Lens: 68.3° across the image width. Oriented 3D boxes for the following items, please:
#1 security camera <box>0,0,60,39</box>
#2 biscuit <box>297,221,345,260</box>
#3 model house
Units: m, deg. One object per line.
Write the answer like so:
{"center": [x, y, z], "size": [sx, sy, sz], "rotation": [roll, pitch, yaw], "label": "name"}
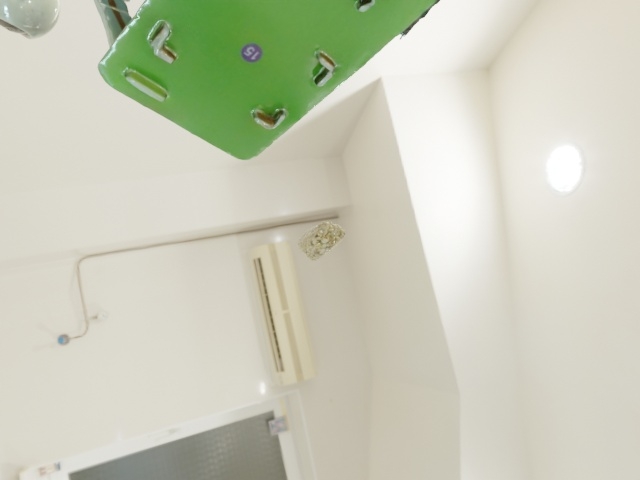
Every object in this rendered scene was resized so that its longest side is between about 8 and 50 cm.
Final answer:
{"center": [-0.741, -0.610, 1.144], "size": [0.236, 0.195, 0.194], "rotation": [55, -23, 4], "label": "security camera"}
{"center": [0.000, 0.000, 1.052], "size": [0.070, 0.082, 0.168], "rotation": [44, -11, -4], "label": "biscuit"}
{"center": [-0.116, -0.338, 0.496], "size": [0.300, 0.340, 0.323], "rotation": [-35, -132, 28], "label": "model house"}
